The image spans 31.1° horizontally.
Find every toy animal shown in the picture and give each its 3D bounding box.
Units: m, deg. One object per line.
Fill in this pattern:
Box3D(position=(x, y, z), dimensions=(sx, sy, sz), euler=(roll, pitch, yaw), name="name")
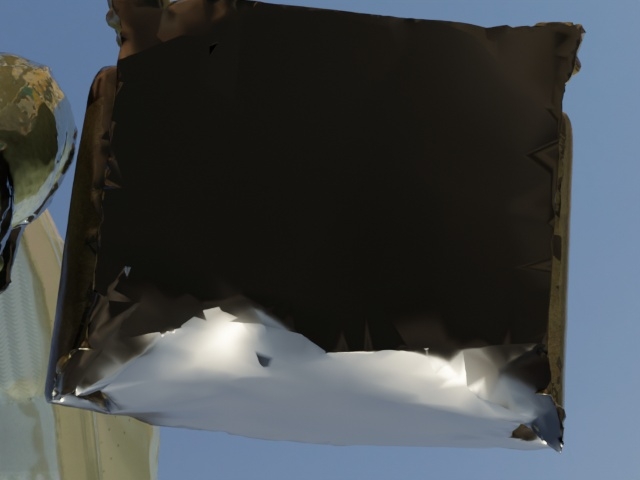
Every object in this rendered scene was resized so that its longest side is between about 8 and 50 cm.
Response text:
Box3D(position=(-0.180, -0.017, 0.562), dimensions=(0.094, 0.121, 0.225), euler=(36, -156, -13), name="toy animal")

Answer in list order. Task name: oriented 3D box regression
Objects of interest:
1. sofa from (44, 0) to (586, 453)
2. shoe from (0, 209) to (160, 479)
Box3D(position=(0.000, 0.000, 0.575), dimensions=(0.258, 0.182, 0.200), euler=(5, -100, -1), name="sofa")
Box3D(position=(-0.200, 0.107, 0.918), dimensions=(0.160, 0.131, 0.363), euler=(-10, -91, -60), name="shoe")
